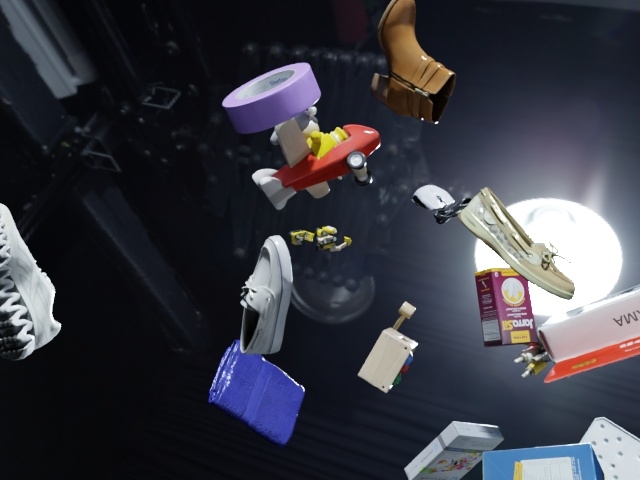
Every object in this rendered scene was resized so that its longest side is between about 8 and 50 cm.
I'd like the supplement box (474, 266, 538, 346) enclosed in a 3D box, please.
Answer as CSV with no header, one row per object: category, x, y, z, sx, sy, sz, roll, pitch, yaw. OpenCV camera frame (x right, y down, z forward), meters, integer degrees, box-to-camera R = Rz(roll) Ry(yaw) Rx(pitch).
supplement box,0.453,0.162,1.547,0.081,0.104,0.188,145,122,-67

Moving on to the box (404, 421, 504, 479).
box,0.299,0.481,1.423,0.145,0.038,0.186,17,-56,-32

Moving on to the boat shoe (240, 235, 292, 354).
boat shoe,-0.124,0.119,1.313,0.088,0.096,0.267,-5,-61,-30

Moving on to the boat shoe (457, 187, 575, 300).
boat shoe,0.404,0.007,1.272,0.089,0.285,0.105,-53,-26,16

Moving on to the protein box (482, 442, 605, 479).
protein box,0.416,0.499,1.155,0.136,0.201,0.199,54,-148,-37

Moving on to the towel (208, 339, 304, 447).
towel,-0.200,0.484,1.981,0.308,0.076,0.227,40,-133,-23

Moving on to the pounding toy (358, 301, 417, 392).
pounding toy,0.199,0.264,1.586,0.206,0.094,0.181,-60,-15,3

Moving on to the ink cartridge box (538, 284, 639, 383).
ink cartridge box,0.414,0.090,0.793,0.239,0.275,0.060,0,-113,-62

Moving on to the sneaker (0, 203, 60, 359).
sneaker,-0.569,0.069,1.177,0.118,0.110,0.291,-25,-72,-59

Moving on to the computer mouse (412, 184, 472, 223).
computer mouse,0.275,-0.097,1.501,0.106,0.193,0.042,-23,-64,-13

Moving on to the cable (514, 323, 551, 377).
cable,0.650,0.280,1.740,0.287,0.072,0.139,-10,-85,-31

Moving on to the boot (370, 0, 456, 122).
boot,0.233,-0.439,1.538,0.109,0.220,0.283,-6,-59,-40

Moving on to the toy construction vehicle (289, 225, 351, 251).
toy construction vehicle,0.000,0.000,1.263,0.098,0.086,0.035,-12,-69,-39

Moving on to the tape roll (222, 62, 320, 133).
tape roll,-0.141,-0.412,1.826,0.274,0.275,0.090,-55,-52,-44

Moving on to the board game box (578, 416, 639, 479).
board game box,0.634,0.625,1.263,0.050,0.390,0.389,30,-89,-44

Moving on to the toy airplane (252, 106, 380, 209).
toy airplane,-0.045,-0.270,2.057,0.385,0.386,0.272,1,-118,-34
